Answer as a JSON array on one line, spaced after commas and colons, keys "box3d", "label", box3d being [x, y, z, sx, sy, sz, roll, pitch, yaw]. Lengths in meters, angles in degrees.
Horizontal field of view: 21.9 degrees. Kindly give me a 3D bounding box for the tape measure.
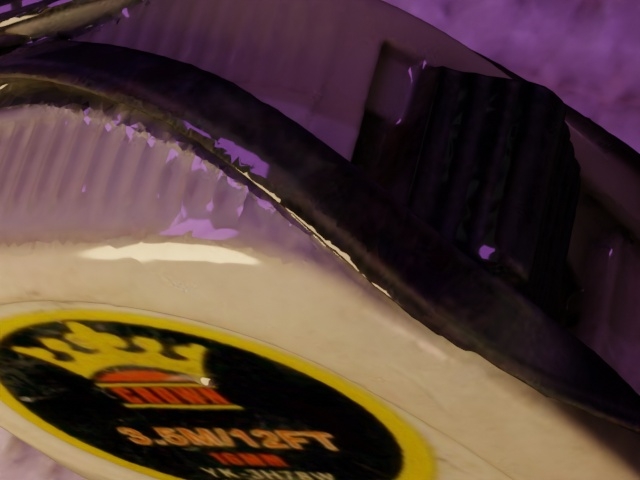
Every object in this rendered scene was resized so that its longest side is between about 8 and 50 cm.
[{"box3d": [0.000, 0.000, 0.524, 0.271, 0.231, 0.133, -1, 59, 33], "label": "tape measure"}]
